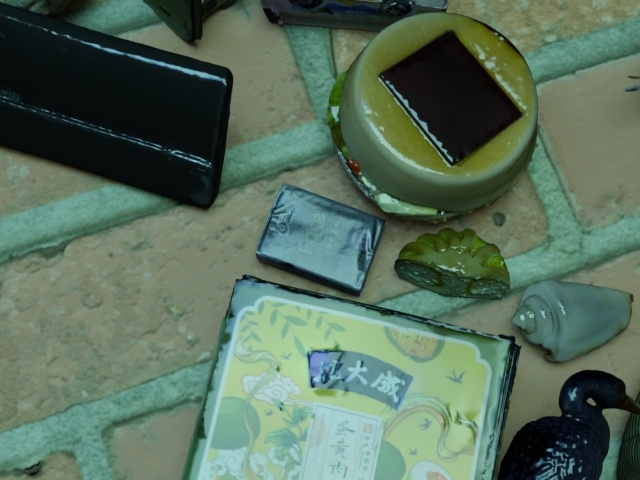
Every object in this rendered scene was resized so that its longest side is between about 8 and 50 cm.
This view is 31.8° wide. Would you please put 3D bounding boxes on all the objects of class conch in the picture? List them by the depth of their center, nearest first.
[{"bbox_3d":[0.339,0.104,1.518,0.176,0.094,0.104,1,55,-29],"label":"conch"}]

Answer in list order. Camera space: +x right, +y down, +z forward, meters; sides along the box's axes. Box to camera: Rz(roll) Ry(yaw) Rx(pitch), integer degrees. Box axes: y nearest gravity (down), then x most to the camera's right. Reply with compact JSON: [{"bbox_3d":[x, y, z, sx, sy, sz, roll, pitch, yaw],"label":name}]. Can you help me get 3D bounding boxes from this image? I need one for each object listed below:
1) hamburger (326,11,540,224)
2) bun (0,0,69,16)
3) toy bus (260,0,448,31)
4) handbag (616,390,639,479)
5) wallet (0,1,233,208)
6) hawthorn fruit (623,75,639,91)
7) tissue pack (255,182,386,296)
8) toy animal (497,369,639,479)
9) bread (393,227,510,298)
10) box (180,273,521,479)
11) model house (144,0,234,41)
[{"bbox_3d":[0.158,-0.171,1.548,0.301,0.170,0.302,2,72,-5],"label":"hamburger"},{"bbox_3d":[-0.428,-0.416,1.600,0.281,0.205,0.282,-18,38,14],"label":"bun"},{"bbox_3d":[0.047,-0.359,1.636,0.273,0.112,0.090,5,72,0],"label":"toy bus"},{"bbox_3d":[0.560,0.261,1.375,0.340,0.240,0.247,30,70,10],"label":"handbag"},{"bbox_3d":[-0.323,-0.188,1.525,0.405,0.228,0.062,17,38,6],"label":"wallet"},{"bbox_3d":[0.567,-0.250,1.570,0.299,0.211,0.211,-18,73,3],"label":"hawthorn fruit"},{"bbox_3d":[0.000,0.000,1.547,0.156,0.051,0.112,19,73,5],"label":"tissue pack"},{"bbox_3d":[0.289,0.298,1.342,0.298,0.122,0.185,-44,117,-13],"label":"toy animal"},{"bbox_3d":[0.190,0.027,1.534,0.157,0.083,0.094,25,61,8],"label":"bread"},{"bbox_3d":[0.024,0.288,1.405,0.372,0.138,0.421,13,72,3],"label":"box"},{"bbox_3d":[-0.153,-0.470,1.624,0.205,0.218,0.278,44,71,11],"label":"model house"}]
